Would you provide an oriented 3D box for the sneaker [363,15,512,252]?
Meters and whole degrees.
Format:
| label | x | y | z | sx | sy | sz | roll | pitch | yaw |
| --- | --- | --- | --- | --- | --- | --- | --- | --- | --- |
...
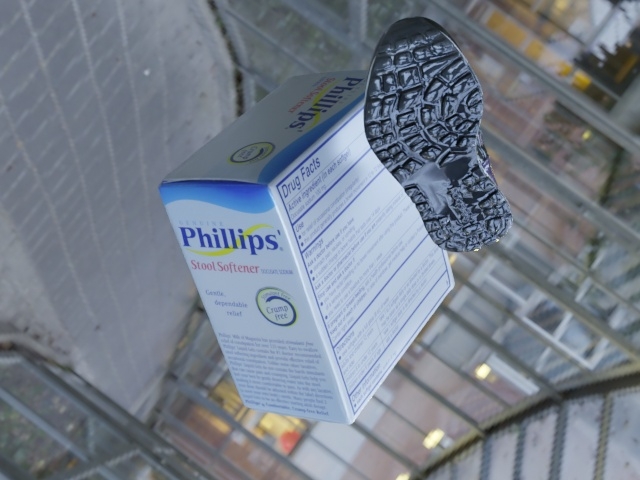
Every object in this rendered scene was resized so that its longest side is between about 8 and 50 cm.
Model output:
| label | x | y | z | sx | sy | sz | roll | pitch | yaw |
| --- | --- | --- | --- | --- | --- | --- | --- | --- | --- |
| sneaker | 0.099 | -0.115 | 1.000 | 0.283 | 0.107 | 0.124 | 64 | 12 | -49 |

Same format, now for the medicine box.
| label | x | y | z | sx | sy | sz | roll | pitch | yaw |
| --- | --- | --- | --- | --- | --- | --- | --- | --- | --- |
| medicine box | 0.000 | 0.000 | 1.148 | 0.263 | 0.149 | 0.289 | -46 | 127 | -44 |
